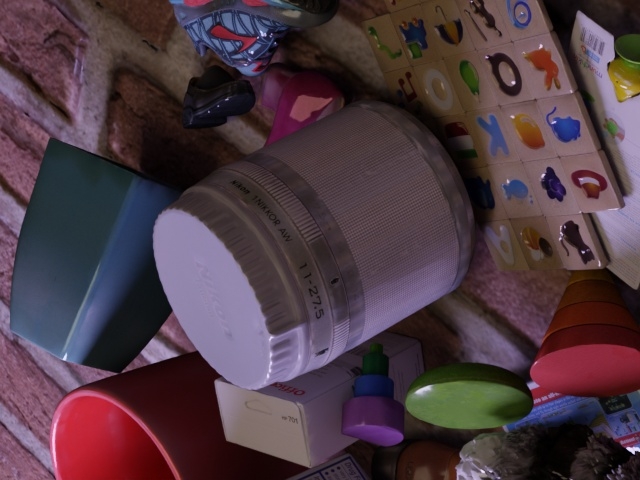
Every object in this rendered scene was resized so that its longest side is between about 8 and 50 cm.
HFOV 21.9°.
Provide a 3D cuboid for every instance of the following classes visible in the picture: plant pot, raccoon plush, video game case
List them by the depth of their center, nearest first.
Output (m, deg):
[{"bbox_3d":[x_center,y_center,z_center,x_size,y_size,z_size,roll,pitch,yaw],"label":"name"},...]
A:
[{"bbox_3d":[0.278,0.306,1.453,0.446,0.299,0.216,-4,100,32],"label":"raccoon plush"},{"bbox_3d":[0.305,0.258,1.672,0.204,0.025,0.285,-29,89,51],"label":"video game case"},{"bbox_3d":[-0.260,0.027,1.966,0.165,0.165,0.234,24,92,38],"label":"plant pot"},{"bbox_3d":[-0.152,0.254,1.993,0.275,0.243,0.275,24,127,37],"label":"plant pot"}]

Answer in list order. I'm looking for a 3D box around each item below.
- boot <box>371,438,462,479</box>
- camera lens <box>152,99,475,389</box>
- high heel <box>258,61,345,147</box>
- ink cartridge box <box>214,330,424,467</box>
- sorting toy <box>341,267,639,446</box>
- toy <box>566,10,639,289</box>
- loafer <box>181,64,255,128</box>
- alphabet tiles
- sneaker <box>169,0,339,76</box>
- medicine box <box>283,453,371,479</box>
[{"bbox_3d":[0.195,0.337,1.784,0.280,0.096,0.264,-4,98,51],"label":"boot"},{"bbox_3d":[0.000,0.000,1.648,0.219,0.274,0.219,40,146,35],"label":"camera lens"},{"bbox_3d":[-0.021,-0.069,1.804,0.117,0.082,0.244,29,117,48],"label":"high heel"},{"bbox_3d":[0.002,0.164,1.818,0.139,0.190,0.082,12,119,44],"label":"ink cartridge box"},{"bbox_3d":[0.168,0.106,1.646,0.365,0.127,0.126,-21,55,38],"label":"sorting toy"},{"bbox_3d":[0.273,-0.085,1.489,0.137,0.056,0.237,43,148,32],"label":"toy"},{"bbox_3d":[-0.119,-0.166,1.850,0.170,0.062,0.061,169,96,-65],"label":"loafer"},{"bbox_3d":[0.157,-0.126,1.576,0.285,0.011,0.342,-5,111,61],"label":"alphabet tiles"},{"bbox_3d":[-0.060,-0.237,1.754,0.262,0.104,0.125,17,128,52],"label":"sneaker"},{"bbox_3d":[-0.071,0.407,1.829,0.149,0.289,0.263,55,148,28],"label":"medicine box"}]
